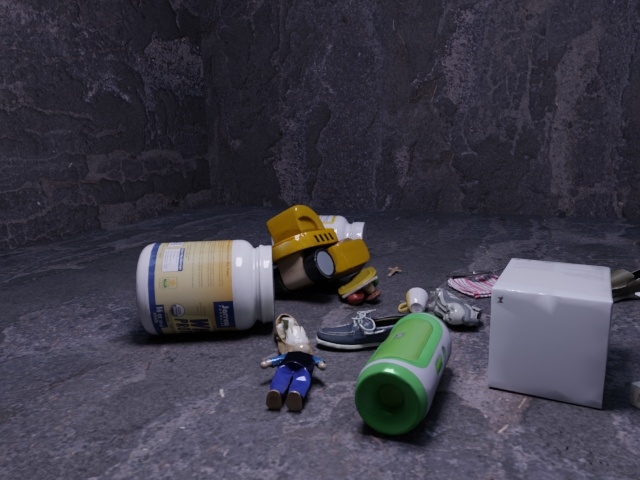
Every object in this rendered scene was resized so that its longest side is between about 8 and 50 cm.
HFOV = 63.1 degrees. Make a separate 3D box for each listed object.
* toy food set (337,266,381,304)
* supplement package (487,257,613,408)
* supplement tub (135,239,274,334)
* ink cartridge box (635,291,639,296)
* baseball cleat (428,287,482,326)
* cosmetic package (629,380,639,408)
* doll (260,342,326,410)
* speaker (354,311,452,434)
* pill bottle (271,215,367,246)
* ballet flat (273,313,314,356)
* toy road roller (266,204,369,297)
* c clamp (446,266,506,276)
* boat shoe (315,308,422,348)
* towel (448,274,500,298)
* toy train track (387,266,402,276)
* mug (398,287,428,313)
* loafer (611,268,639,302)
[{"bbox_3d":[0.123,0.146,1.529,0.128,0.071,0.218,-33,5,3],"label":"toy food set"},{"bbox_3d":[0.456,0.165,1.032,0.199,0.198,0.262,5,13,27],"label":"supplement package"},{"bbox_3d":[-0.274,0.114,1.300,0.316,0.228,0.228,-3,11,-4],"label":"supplement tub"},{"bbox_3d":[0.808,0.200,1.012,0.207,0.119,0.353,-3,12,-4],"label":"ink cartridge box"},{"bbox_3d":[0.352,0.180,1.351,0.109,0.072,0.206,14,13,-4],"label":"baseball cleat"},{"bbox_3d":[0.603,0.267,0.901,0.115,0.041,0.060,-5,13,-19],"label":"cosmetic package"},{"bbox_3d":[-0.054,0.249,1.002,0.129,0.046,0.189,2,19,10],"label":"doll"},{"bbox_3d":[0.159,0.227,0.947,0.131,0.131,0.296,3,12,22],"label":"speaker"},{"bbox_3d":[0.000,0.000,1.950,0.333,0.188,0.188,2,12,13],"label":"pill bottle"},{"bbox_3d":[-0.066,0.216,1.172,0.073,0.067,0.206,-3,12,-20],"label":"ballet flat"},{"bbox_3d":[-0.026,0.018,1.603,0.202,0.241,0.329,-25,-9,35],"label":"toy road roller"},{"bbox_3d":[0.497,0.108,1.693,0.137,0.022,0.160,-6,-2,-45],"label":"c clamp"},{"bbox_3d":[0.116,0.202,1.194,0.254,0.079,0.095,0,12,4],"label":"boat shoe"},{"bbox_3d":[0.511,0.137,1.603,0.197,0.029,0.144,-5,13,-19],"label":"towel"},{"bbox_3d":[0.251,0.112,1.806,0.048,0.014,0.083,12,22,25],"label":"toy train track"},{"bbox_3d":[0.256,0.175,1.410,0.062,0.078,0.064,31,23,-1],"label":"mug"},{"bbox_3d":[0.837,0.121,1.487,0.251,0.088,0.094,-4,12,-15],"label":"loafer"}]
